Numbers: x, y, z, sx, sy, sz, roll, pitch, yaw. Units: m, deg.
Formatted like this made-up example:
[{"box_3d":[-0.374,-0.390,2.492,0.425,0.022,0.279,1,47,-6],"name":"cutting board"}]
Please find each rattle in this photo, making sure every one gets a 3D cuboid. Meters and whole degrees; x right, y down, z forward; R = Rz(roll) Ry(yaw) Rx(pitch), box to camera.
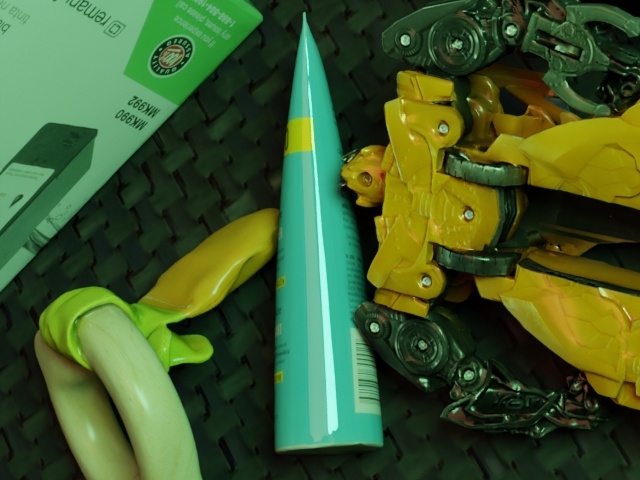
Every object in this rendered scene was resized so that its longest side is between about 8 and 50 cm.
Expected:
[{"box_3d":[-0.051,0.106,0.889,0.130,0.142,0.200,-40,76,46],"name":"rattle"}]

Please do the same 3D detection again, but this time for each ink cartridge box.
[{"box_3d":[-0.201,-0.076,0.907,0.289,0.211,0.121,-46,64,9],"name":"ink cartridge box"}]

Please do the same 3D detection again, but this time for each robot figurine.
[{"box_3d":[0.143,-0.001,0.775,0.291,0.085,0.211,16,110,28],"name":"robot figurine"}]

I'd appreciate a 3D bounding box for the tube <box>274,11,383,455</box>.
[{"box_3d":[0.000,0.000,0.872,0.052,0.080,0.207,-2,77,-4],"name":"tube"}]
